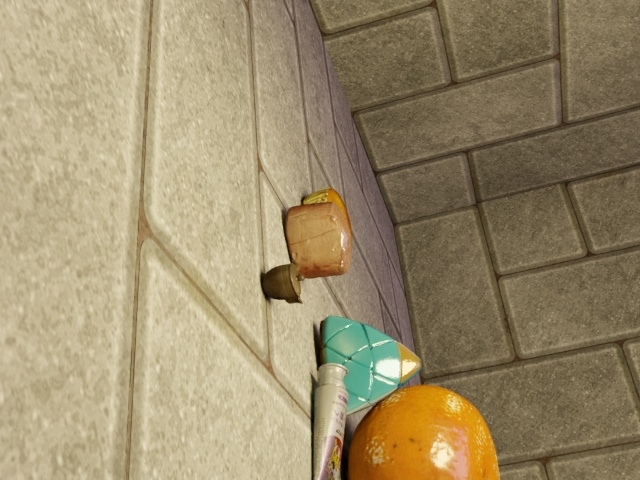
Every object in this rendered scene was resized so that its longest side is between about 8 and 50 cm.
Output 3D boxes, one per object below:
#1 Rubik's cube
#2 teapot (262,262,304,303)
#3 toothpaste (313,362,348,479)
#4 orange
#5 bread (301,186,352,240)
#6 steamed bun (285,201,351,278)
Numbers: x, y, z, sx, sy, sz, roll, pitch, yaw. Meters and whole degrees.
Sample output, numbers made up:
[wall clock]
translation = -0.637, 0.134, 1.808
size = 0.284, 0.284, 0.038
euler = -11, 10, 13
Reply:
[Rubik's cube]
translation = 0.110, 0.312, 1.754
size = 0.254, 0.254, 0.254
euler = -14, 90, -80
[teapot]
translation = -0.064, 0.081, 1.495
size = 0.110, 0.080, 0.085
euler = -71, 145, -71
[toothpaste]
translation = 0.017, 0.400, 1.584
size = 0.114, 0.073, 0.299
euler = 64, 24, -48
[orange]
translation = 0.230, 0.550, 1.779
size = 0.424, 0.326, 0.424
euler = 26, 60, -56
[bread]
translation = 0.022, -0.044, 2.050
size = 0.132, 0.114, 0.190
euler = -79, 148, -61
[steamed bun]
translation = 0.000, 0.000, 1.767
size = 0.106, 0.145, 0.175
euler = 35, 47, -76
